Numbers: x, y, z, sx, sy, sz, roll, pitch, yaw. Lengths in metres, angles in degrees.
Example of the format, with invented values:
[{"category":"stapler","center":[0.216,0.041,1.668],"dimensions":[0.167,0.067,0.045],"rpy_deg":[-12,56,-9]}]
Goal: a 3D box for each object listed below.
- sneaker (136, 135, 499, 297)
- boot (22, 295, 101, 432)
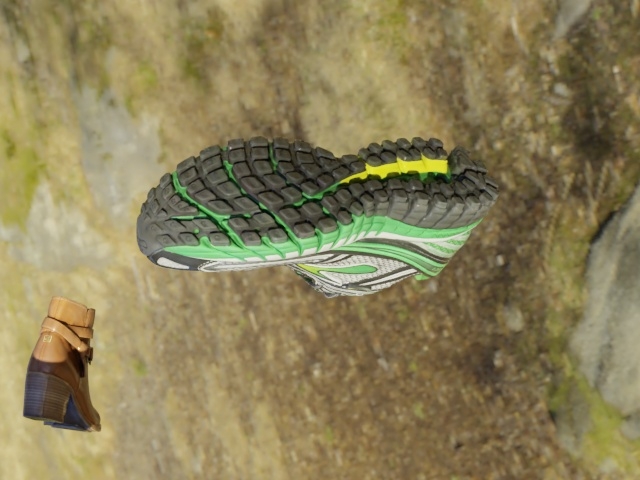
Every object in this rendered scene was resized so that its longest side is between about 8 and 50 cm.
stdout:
[{"category":"sneaker","center":[0.000,0.000,0.981],"dimensions":[0.134,0.343,0.146],"rpy_deg":[59,139,41]},{"category":"boot","center":[-0.309,0.160,1.382],"dimensions":[0.197,0.073,0.152],"rpy_deg":[78,-161,-73]}]
